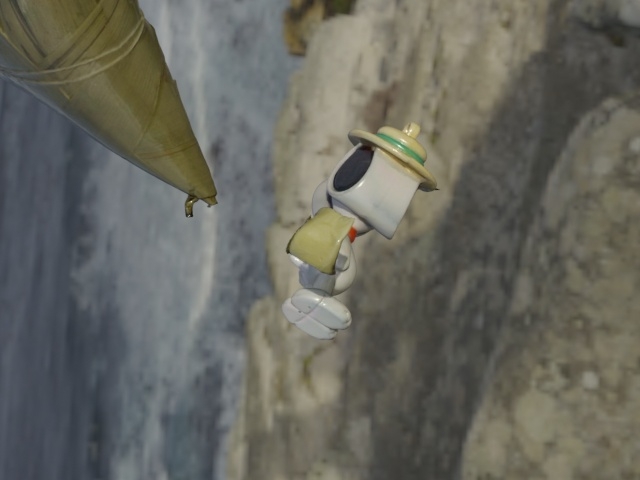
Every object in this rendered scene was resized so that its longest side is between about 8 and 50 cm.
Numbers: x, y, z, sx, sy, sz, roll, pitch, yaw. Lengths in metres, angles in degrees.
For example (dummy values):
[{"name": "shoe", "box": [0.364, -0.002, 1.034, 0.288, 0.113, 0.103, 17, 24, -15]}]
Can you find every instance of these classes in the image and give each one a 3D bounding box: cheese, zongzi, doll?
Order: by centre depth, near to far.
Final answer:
[{"name": "cheese", "box": [0.000, -0.001, 1.685, 0.060, 0.041, 0.084, 33, 119, 13]}, {"name": "zongzi", "box": [-0.330, -0.220, 1.891, 0.447, 0.181, 0.418, 9, 134, 59]}, {"name": "doll", "box": [0.053, -0.015, 1.938, 0.208, 0.144, 0.271, -46, 19, 38]}]
